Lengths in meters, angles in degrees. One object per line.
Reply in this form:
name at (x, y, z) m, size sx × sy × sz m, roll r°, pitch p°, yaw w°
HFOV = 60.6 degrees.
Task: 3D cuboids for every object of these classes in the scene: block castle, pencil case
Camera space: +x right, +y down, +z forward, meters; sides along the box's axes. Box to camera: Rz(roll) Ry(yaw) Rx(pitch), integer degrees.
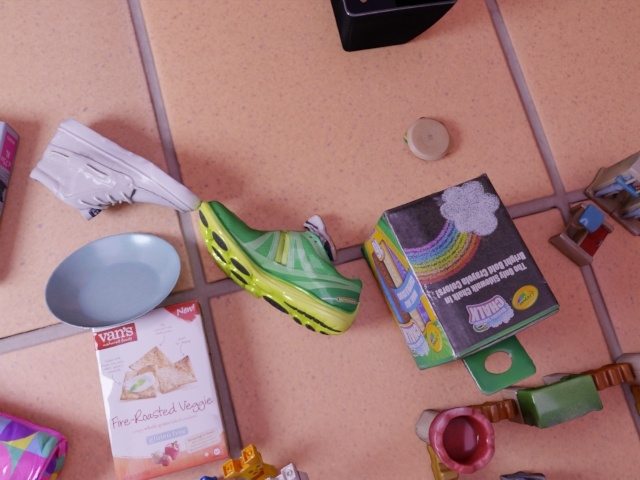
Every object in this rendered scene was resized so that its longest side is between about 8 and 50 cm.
block castle at (0.390, 0.342, 0.789) m, size 0.452 × 0.213 × 0.303 m, roll -12°, pitch 80°, yaw -10°
pencil case at (-0.470, 0.273, 0.750) m, size 0.236 × 0.104 × 0.105 m, roll 24°, pitch 76°, yaw -4°

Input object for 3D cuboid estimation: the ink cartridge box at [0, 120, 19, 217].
ink cartridge box at (-0.588, -0.038, 0.821) m, size 0.185 × 0.065 × 0.312 m, roll 7°, pitch 79°, yaw -6°

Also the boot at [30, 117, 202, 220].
boot at (-0.320, -0.079, 0.857) m, size 0.258 × 0.095 × 0.124 m, roll 29°, pitch 82°, yaw 8°

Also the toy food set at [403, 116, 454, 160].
toy food set at (0.192, -0.180, 0.973) m, size 0.083 × 0.020 × 0.083 m, roll -32°, pitch 84°, yaw -12°

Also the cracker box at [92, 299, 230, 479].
cracker box at (-0.233, 0.218, 0.807) m, size 0.155 × 0.067 × 0.233 m, roll -13°, pitch 79°, yaw -10°

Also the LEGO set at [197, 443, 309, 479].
LEGO set at (-0.108, 0.362, 0.783) m, size 0.227 × 0.093 × 0.087 m, roll -37°, pitch 47°, yaw 13°

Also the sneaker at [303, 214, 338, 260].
sneaker at (0.000, 0.000, 0.907) m, size 0.036 × 0.032 × 0.083 m, roll -27°, pitch 78°, yaw 2°

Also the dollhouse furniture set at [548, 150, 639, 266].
dollhouse furniture set at (0.517, -0.039, 0.929) m, size 0.129 × 0.129 × 0.184 m, roll 40°, pitch 75°, yaw 2°

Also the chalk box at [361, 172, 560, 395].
chalk box at (0.211, 0.082, 0.827) m, size 0.180 × 0.179 × 0.289 m, roll -21°, pitch 77°, yaw -12°

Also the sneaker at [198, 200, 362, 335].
sneaker at (-0.064, 0.031, 0.863) m, size 0.295 × 0.109 × 0.124 m, roll 36°, pitch 61°, yaw -2°

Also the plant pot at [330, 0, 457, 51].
plant pot at (0.100, -0.429, 0.939) m, size 0.187 × 0.167 × 0.188 m, roll -12°, pitch 79°, yaw -9°

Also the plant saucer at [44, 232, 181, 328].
plant saucer at (-0.302, 0.065, 0.814) m, size 0.194 × 0.038 × 0.195 m, roll -1°, pitch 42°, yaw 1°
